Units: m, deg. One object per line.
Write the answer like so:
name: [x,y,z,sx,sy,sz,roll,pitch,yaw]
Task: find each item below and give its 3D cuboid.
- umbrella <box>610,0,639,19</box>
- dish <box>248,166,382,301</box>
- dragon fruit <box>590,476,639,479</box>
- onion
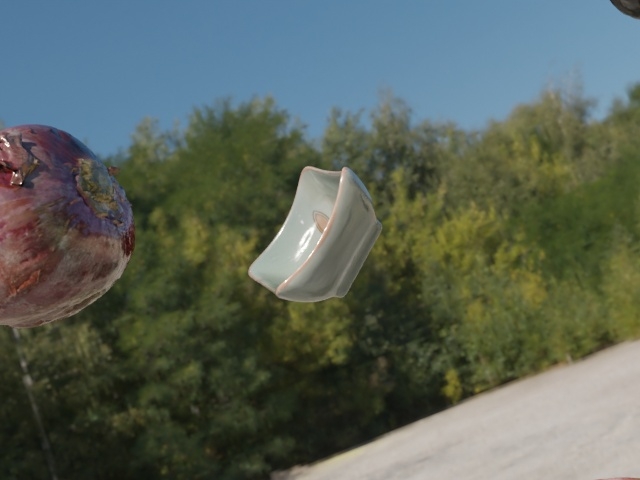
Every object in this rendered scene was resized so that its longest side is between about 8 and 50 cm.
umbrella: [0.345,-0.284,0.796,0.326,0.094,0.090,-44,27,-10]
dish: [0.000,0.000,1.118,0.151,0.077,0.212,-62,13,-3]
dragon fruit: [0.351,0.477,1.209,0.371,0.249,0.386,31,-67,-25]
onion: [-0.241,0.002,0.786,0.194,0.160,0.159,-31,-11,21]
